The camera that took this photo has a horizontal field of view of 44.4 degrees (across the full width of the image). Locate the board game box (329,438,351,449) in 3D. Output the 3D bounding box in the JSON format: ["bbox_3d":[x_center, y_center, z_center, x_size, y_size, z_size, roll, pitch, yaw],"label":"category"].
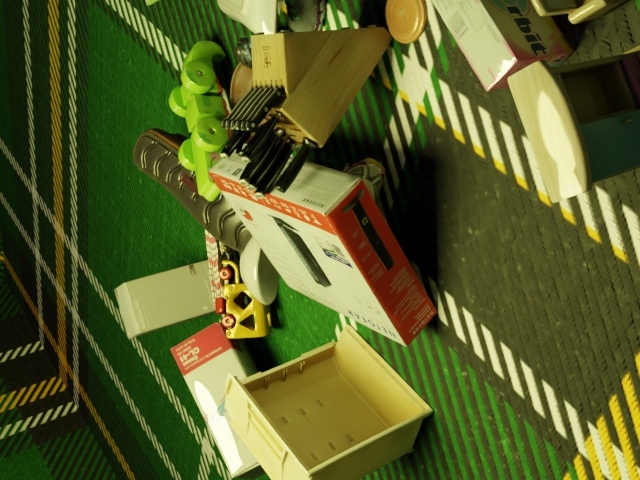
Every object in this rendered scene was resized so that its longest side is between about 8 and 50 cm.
[{"bbox_3d":[-0.006,0.339,1.530,0.259,0.124,0.039,25,118,49],"label":"board game box"}]

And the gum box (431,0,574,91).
[{"bbox_3d":[0.211,-0.282,0.963,0.188,0.107,0.062,63,145,15],"label":"gum box"}]

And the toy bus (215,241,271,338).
[{"bbox_3d":[-0.151,0.111,1.658,0.202,0.104,0.191,81,-172,-46],"label":"toy bus"}]

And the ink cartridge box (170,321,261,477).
[{"bbox_3d":[-0.179,0.350,1.701,0.306,0.131,0.226,62,179,19],"label":"ink cartridge box"}]

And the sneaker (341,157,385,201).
[{"bbox_3d":[0.052,-0.076,1.319,0.088,0.092,0.225,35,162,-12],"label":"sneaker"}]

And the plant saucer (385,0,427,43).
[{"bbox_3d":[0.123,-0.332,1.154,0.083,0.013,0.083,29,127,46],"label":"plant saucer"}]

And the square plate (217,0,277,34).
[{"bbox_3d":[-0.134,-0.528,1.316,0.347,0.049,0.344,-129,37,-60],"label":"square plate"}]

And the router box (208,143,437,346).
[{"bbox_3d":[0.000,0.000,1.291,0.335,0.082,0.301,22,151,50],"label":"router box"}]

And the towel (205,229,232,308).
[{"bbox_3d":[-0.214,0.042,1.724,0.144,0.029,0.197,-74,-19,-70],"label":"towel"}]

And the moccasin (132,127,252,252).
[{"bbox_3d":[-0.220,-0.103,1.640,0.380,0.147,0.139,33,115,20],"label":"moccasin"}]

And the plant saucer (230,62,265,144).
[{"bbox_3d":[-0.108,-0.252,1.502,0.198,0.036,0.198,29,127,46],"label":"plant saucer"}]

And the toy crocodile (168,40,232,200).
[{"bbox_3d":[-0.224,-0.240,1.545,0.115,0.105,0.340,-45,51,52],"label":"toy crocodile"}]

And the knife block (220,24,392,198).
[{"bbox_3d":[-0.019,-0.192,1.175,0.088,0.276,0.242,17,115,51],"label":"knife block"}]

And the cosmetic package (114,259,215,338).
[{"bbox_3d":[-0.343,0.133,1.824,0.107,0.238,0.127,-26,83,56],"label":"cosmetic package"}]

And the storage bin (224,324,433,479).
[{"bbox_3d":[0.004,0.297,1.377,0.260,0.262,0.123,44,139,36],"label":"storage bin"}]

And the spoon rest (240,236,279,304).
[{"bbox_3d":[-0.114,-0.013,1.481,0.084,0.137,0.276,-7,103,17],"label":"spoon rest"}]

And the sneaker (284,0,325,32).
[{"bbox_3d":[-0.043,-0.415,1.281,0.083,0.098,0.223,46,137,35],"label":"sneaker"}]

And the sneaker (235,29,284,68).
[{"bbox_3d":[-0.102,-0.332,1.375,0.152,0.085,0.058,-135,26,-64],"label":"sneaker"}]

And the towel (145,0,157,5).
[{"bbox_3d":[-0.383,-0.614,1.753,0.113,0.023,0.152,-1,103,56],"label":"towel"}]

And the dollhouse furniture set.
[{"bbox_3d":[0.349,-0.203,0.719,0.303,0.198,0.286,-24,84,56],"label":"dollhouse furniture set"}]
